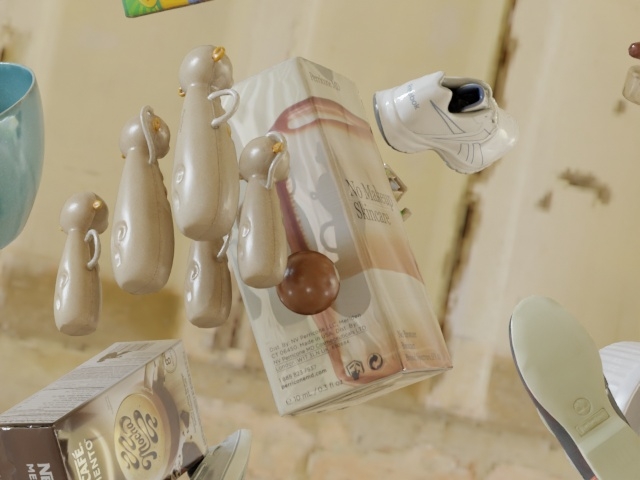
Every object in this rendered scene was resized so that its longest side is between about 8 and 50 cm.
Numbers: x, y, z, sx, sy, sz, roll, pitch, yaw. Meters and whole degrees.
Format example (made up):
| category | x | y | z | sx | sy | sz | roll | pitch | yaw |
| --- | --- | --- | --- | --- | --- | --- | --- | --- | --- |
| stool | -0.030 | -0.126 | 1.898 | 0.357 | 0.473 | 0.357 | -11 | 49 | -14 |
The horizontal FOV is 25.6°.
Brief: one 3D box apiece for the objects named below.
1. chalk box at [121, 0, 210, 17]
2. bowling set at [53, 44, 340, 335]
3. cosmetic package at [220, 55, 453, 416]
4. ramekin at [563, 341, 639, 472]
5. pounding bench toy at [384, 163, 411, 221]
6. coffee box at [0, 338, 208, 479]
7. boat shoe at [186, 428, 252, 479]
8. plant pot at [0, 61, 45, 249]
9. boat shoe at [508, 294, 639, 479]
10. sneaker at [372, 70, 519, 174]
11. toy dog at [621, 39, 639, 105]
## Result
| category | x | y | z | sx | sy | sz | roll | pitch | yaw |
| --- | --- | --- | --- | --- | --- | --- | --- | --- | --- |
| chalk box | -0.129 | -0.362 | 1.587 | 0.289 | 0.179 | 0.180 | -3 | 15 | 34 |
| bowling set | -0.085 | -0.019 | 1.150 | 0.200 | 0.154 | 0.287 | 16 | -30 | -33 |
| cosmetic package | 0.000 | 0.000 | 1.285 | 0.129 | 0.296 | 0.153 | -23 | -11 | 21 |
| ramekin | 0.393 | 0.223 | 1.755 | 0.207 | 0.207 | 0.109 | 15 | 3 | -41 |
| pounding bench toy | 0.083 | -0.061 | 1.945 | 0.065 | 0.052 | 0.083 | -1 | 46 | -53 |
| coffee box | -0.274 | 0.252 | 1.756 | 0.119 | 0.168 | 0.297 | -5 | 14 | 27 |
| boat shoe | -0.142 | 0.311 | 1.919 | 0.081 | 0.079 | 0.227 | 11 | 15 | 3 |
| plant pot | -0.480 | -0.083 | 1.821 | 0.290 | 0.195 | 0.290 | -11 | 27 | 6 |
| boat shoe | 0.152 | 0.096 | 0.831 | 0.049 | 0.137 | 0.043 | -30 | -9 | -6 |
| sneaker | 0.205 | -0.170 | 1.990 | 0.129 | 0.111 | 0.297 | -26 | -18 | 35 |
| toy dog | 0.454 | -0.177 | 1.464 | 0.334 | 0.220 | 0.161 | 3 | 14 | 37 |
